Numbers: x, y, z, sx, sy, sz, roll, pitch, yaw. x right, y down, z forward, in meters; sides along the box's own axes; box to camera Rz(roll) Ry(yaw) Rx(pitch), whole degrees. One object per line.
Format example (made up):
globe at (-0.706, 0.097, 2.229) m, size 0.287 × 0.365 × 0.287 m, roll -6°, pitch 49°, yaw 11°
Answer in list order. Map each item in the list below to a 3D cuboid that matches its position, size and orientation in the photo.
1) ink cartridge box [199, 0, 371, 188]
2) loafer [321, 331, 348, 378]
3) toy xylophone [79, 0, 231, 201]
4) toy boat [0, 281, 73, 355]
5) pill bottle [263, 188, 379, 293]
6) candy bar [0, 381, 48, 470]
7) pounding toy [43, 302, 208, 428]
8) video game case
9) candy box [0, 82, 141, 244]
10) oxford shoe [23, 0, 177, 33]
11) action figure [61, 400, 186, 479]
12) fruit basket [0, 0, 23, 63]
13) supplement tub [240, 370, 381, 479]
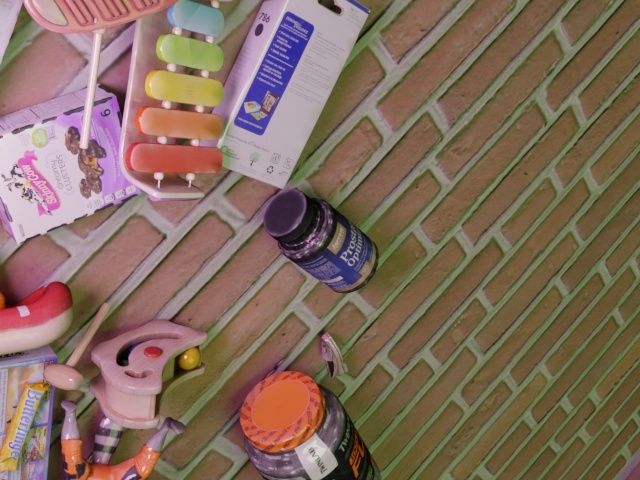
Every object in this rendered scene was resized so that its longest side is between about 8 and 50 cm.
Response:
ink cartridge box at (-0.060, -0.259, 1.398) m, size 0.165 × 0.065 × 0.332 m, roll 20°, pitch 102°, yaw -43°
loafer at (0.023, 0.238, 1.758) m, size 0.039 × 0.045 × 0.125 m, roll -34°, pitch 134°, yaw -10°
toy xylophone at (-0.224, -0.210, 1.219) m, size 0.236 × 0.081 × 0.322 m, roll -19°, pitch 119°, yaw -57°
toy boat at (-0.474, 0.089, 1.237) m, size 0.231 × 0.151 × 0.151 m, roll -8°, pitch 90°, yaw -35°
pill bottle at (0.000, 0.000, 1.550) m, size 0.122 × 0.123 × 0.219 m, roll -54°, pitch 134°, yaw -1°
candy bar at (-0.463, 0.286, 1.334) m, size 0.040 × 0.018 × 0.161 m, roll 15°, pitch 105°, yaw -43°
pounding toy at (-0.284, 0.189, 1.376) m, size 0.270 × 0.154 × 0.154 m, roll -23°, pitch 129°, yaw -50°
video game case at (-0.543, 0.297, 1.331) m, size 0.244 × 0.061 × 0.269 m, roll -5°, pitch 117°, yaw -36°
candy box at (-0.373, -0.110, 1.229) m, size 0.196 × 0.070 × 0.164 m, roll -26°, pitch 128°, yaw -25°
oxford shoe at (-0.218, -0.388, 1.131) m, size 0.397 × 0.146 × 0.140 m, roll -37°, pitch 116°, yaw -22°
action figure at (-0.335, 0.435, 1.482) m, size 0.341 × 0.178 × 0.330 m, roll 11°, pitch 106°, yaw -30°
fruit basket at (-0.502, -0.274, 0.971) m, size 0.327 × 0.165 × 0.353 m, roll 14°, pitch 106°, yaw -42°
supplement tub at (-0.019, 0.421, 1.713) m, size 0.207 × 0.207 × 0.338 m, roll -40°, pitch 133°, yaw -14°
